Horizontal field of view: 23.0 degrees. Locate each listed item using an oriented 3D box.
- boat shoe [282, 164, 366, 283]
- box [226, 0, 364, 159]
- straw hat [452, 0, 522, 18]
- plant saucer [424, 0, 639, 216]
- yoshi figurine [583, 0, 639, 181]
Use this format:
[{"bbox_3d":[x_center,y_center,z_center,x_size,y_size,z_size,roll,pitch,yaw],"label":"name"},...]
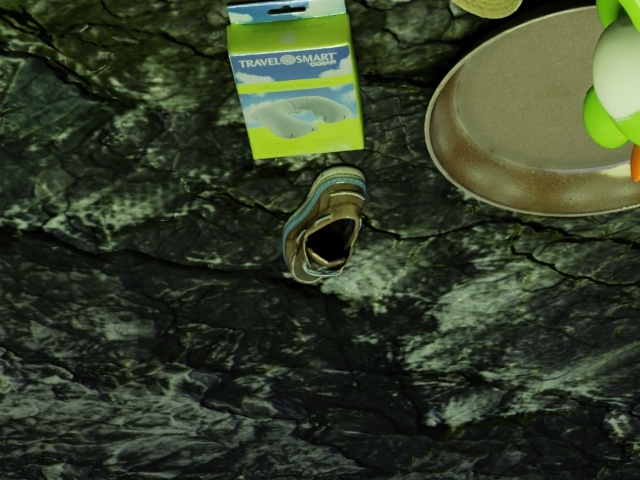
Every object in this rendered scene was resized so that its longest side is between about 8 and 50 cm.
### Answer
[{"bbox_3d":[0.000,0.000,1.608,0.066,0.066,0.183,5,146,-11],"label":"boat shoe"},{"bbox_3d":[-0.020,-0.144,1.414,0.109,0.042,0.178,-5,147,4],"label":"box"},{"bbox_3d":[0.133,-0.250,1.240,0.061,0.144,0.144,-39,155,-23],"label":"straw hat"},{"bbox_3d":[0.249,-0.128,1.448,0.310,0.050,0.311,-2,147,-1],"label":"plant saucer"},{"bbox_3d":[0.265,-0.182,1.053,0.203,0.203,0.362,46,159,5],"label":"yoshi figurine"}]
